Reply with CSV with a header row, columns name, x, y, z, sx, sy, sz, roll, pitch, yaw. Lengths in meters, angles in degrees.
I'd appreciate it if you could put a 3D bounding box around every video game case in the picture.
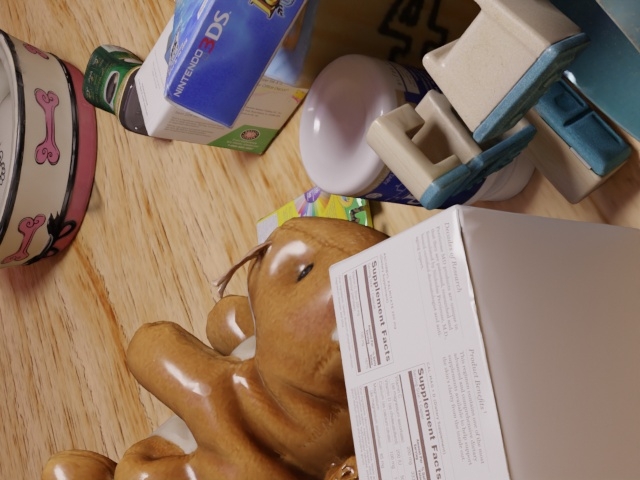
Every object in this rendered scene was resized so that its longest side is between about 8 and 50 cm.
name,x,y,z,sx,sy,sz,roll,pitch,yaw
video game case,-0.027,-0.254,0.690,0.269,0.061,0.244,-54,23,33

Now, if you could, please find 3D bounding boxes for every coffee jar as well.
name,x,y,z,sx,sy,sz,roll,pitch,yaw
coffee jar,-0.265,-0.210,1.379,0.184,0.079,0.096,35,111,50

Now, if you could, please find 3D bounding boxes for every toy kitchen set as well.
name,x,y,z,sx,sy,sz,roll,pitch,yaw
toy kitchen set,0.157,-0.096,0.665,0.122,0.207,0.166,49,136,10

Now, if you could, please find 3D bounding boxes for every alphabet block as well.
name,x,y,z,sx,sy,sz,roll,pitch,yaw
alphabet block,0.030,-0.233,0.897,0.192,0.197,0.193,32,111,49

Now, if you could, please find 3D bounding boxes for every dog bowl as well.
name,x,y,z,sx,sy,sz,roll,pitch,yaw
dog bowl,-0.510,-0.141,1.636,0.408,0.150,0.407,-10,78,51

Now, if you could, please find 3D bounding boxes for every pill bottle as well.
name,x,y,z,sx,sy,sz,roll,pitch,yaw
pill bottle,0.087,-0.083,0.810,0.112,0.187,0.112,-9,79,52

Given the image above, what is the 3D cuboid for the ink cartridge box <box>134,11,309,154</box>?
name,x,y,z,sx,sy,sz,roll,pitch,yaw
ink cartridge box,-0.088,-0.204,1.081,0.212,0.154,0.093,-47,49,40

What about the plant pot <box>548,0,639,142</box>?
name,x,y,z,sx,sy,sz,roll,pitch,yaw
plant pot,0.214,-0.213,0.623,0.195,0.290,0.290,-43,49,9

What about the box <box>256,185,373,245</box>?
name,x,y,z,sx,sy,sz,roll,pitch,yaw
box,0.000,0.000,1.035,0.179,0.043,0.105,-28,63,50

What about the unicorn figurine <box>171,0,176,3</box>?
name,x,y,z,sx,sy,sz,roll,pitch,yaw
unicorn figurine,-0.136,-0.258,1.242,0.162,0.060,0.111,6,90,37

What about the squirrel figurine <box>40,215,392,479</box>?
name,x,y,z,sx,sy,sz,roll,pitch,yaw
squirrel figurine,0.005,0.185,0.878,0.397,0.281,0.370,49,114,27

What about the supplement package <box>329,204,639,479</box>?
name,x,y,z,sx,sy,sz,roll,pitch,yaw
supplement package,0.144,0.127,0.694,0.145,0.204,0.261,-28,64,49
